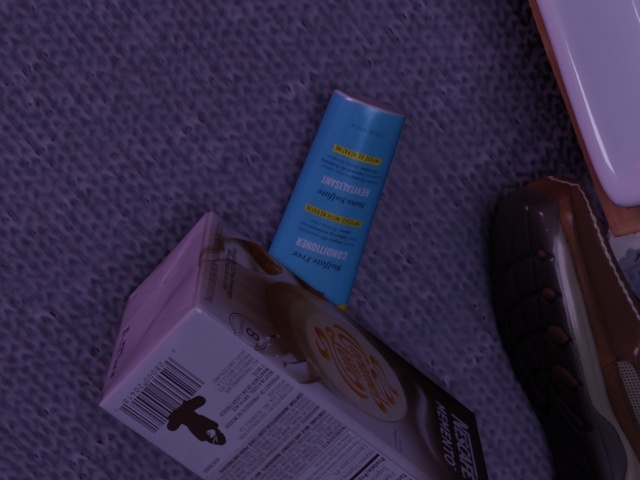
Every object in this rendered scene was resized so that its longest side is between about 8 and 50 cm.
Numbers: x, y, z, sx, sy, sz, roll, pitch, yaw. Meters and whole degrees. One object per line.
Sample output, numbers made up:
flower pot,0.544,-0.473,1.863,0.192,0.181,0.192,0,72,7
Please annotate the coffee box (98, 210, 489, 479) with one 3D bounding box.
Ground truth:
coffee box,-0.010,0.111,0.817,0.246,0.141,0.098,38,110,-18

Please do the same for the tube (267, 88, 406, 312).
tube,0.000,0.000,0.869,0.080,0.052,0.207,18,103,-5

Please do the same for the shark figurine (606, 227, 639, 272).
shark figurine,0.346,-0.059,0.887,0.116,0.278,0.166,33,56,-51

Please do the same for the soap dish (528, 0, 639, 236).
soap dish,0.287,-0.155,0.780,0.291,0.118,0.229,-20,86,27

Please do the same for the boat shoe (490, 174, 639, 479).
boat shoe,0.216,0.099,0.897,0.120,0.122,0.324,-24,111,-12
